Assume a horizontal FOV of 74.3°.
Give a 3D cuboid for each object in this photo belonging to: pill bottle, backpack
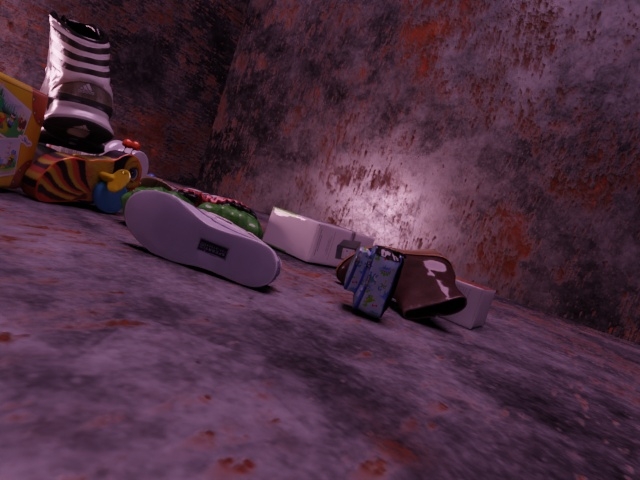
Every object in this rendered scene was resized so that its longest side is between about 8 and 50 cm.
[{"bbox_3d":[-0.738,-0.272,1.415,0.282,0.162,0.161,18,4,8],"label":"pill bottle"},{"bbox_3d":[0.084,0.064,0.704,0.084,0.115,0.105,17,1,5],"label":"backpack"}]

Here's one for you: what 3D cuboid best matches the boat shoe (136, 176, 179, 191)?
[{"bbox_3d":[-0.451,-0.124,1.301,0.223,0.080,0.073,23,-3,-7],"label":"boat shoe"}]

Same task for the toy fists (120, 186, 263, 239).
[{"bbox_3d":[-0.252,-0.040,0.839,0.278,0.096,0.142,16,-6,1],"label":"toy fists"}]

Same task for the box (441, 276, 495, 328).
[{"bbox_3d":[0.295,0.127,0.978,0.170,0.091,0.130,20,4,33],"label":"box"}]

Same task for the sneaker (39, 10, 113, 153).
[{"bbox_3d":[-0.564,-0.351,0.979,0.169,0.258,0.447,8,-2,-41],"label":"sneaker"}]

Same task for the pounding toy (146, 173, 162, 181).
[{"bbox_3d":[-0.701,-0.242,1.614,0.141,0.100,0.130,21,4,37],"label":"pounding toy"}]

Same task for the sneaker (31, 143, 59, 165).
[{"bbox_3d":[-0.697,-0.196,0.980,0.151,0.094,0.256,26,-2,29],"label":"sneaker"}]

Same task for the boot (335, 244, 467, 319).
[{"bbox_3d":[0.152,0.086,0.863,0.248,0.090,0.207,-9,24,6],"label":"boot"}]

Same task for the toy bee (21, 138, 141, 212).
[{"bbox_3d":[-0.458,-0.146,0.897,0.195,0.162,0.298,16,3,5],"label":"toy bee"}]

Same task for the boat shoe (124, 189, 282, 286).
[{"bbox_3d":[-0.181,0.003,0.663,0.258,0.095,0.084,29,1,5],"label":"boat shoe"}]

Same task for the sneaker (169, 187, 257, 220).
[{"bbox_3d":[-0.308,-0.086,1.186,0.275,0.098,0.135,14,7,-33],"label":"sneaker"}]

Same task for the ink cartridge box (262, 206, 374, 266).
[{"bbox_3d":[0.000,0.000,1.257,0.198,0.115,0.272,21,5,40],"label":"ink cartridge box"}]

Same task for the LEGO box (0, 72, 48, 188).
[{"bbox_3d":[-0.662,-0.205,0.519,0.372,0.193,0.500,17,4,-12],"label":"LEGO box"}]
